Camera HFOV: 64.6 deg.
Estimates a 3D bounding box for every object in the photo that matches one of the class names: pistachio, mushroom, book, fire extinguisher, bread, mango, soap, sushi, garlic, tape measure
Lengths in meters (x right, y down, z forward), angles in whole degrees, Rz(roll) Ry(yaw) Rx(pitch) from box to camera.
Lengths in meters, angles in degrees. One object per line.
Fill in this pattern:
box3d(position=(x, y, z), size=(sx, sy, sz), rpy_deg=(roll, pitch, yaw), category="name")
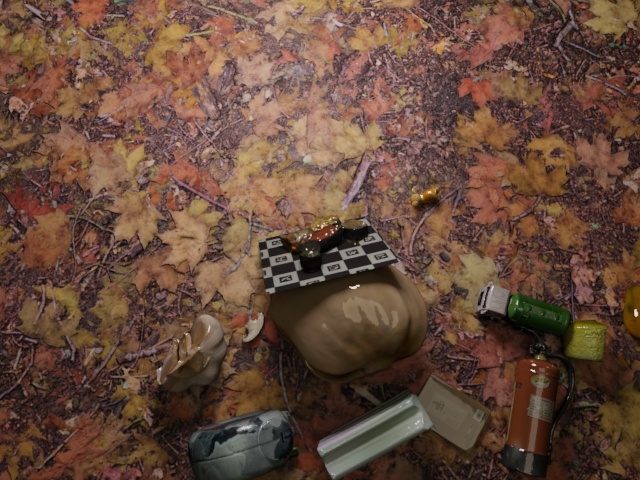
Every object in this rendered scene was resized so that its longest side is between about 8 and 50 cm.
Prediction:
box3d(position=(0.066, 0.196, 1.373), size=(0.445, 0.281, 0.365), rpy_deg=(15, 63, 22), category="pistachio")
box3d(position=(-0.194, 0.253, 1.473), size=(0.049, 0.019, 0.101), rpy_deg=(33, 76, 6), category="mushroom")
box3d(position=(0.363, 0.486, 1.429), size=(0.198, 0.016, 0.138), rpy_deg=(32, 79, 6), category="book")
box3d(position=(0.608, 0.451, 1.413), size=(0.200, 0.113, 0.376), rpy_deg=(23, 74, -39), category="fire extinguisher")
box3d(position=(0.744, 0.281, 1.435), size=(0.111, 0.129, 0.114), rpy_deg=(-1, 81, 22), category="bread")
box3d(position=(0.942, 0.213, 1.471), size=(0.111, 0.089, 0.163), rpy_deg=(19, 69, 5), category="mango")
box3d(position=(0.142, 0.506, 1.333), size=(0.289, 0.173, 0.095), rpy_deg=(-28, 79, -3), category="soap")
box3d(position=(0.000, 0.000, 1.381), size=(0.343, 0.359, 0.064), rpy_deg=(-13, 114, -5), category="sushi")
box3d(position=(-0.337, 0.318, 1.401), size=(0.143, 0.178, 0.229), rpy_deg=(33, 96, -24), category="garlic")
box3d(position=(-0.191, 0.524, 1.286), size=(0.275, 0.256, 0.147), rpy_deg=(-14, 77, -10), category="tape measure")

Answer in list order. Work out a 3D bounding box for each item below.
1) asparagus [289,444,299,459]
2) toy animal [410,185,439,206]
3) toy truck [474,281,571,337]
box3d(position=(-0.137, 0.606, 1.383), size=(0.165, 0.030, 0.036), rpy_deg=(-25, 89, -7), category="asparagus")
box3d(position=(0.315, -0.135, 1.552), size=(0.083, 0.081, 0.060), rpy_deg=(-6, 78, -23), category="toy animal")
box3d(position=(0.576, 0.203, 1.447), size=(0.242, 0.125, 0.101), rpy_deg=(18, 78, 4), category="toy truck")
